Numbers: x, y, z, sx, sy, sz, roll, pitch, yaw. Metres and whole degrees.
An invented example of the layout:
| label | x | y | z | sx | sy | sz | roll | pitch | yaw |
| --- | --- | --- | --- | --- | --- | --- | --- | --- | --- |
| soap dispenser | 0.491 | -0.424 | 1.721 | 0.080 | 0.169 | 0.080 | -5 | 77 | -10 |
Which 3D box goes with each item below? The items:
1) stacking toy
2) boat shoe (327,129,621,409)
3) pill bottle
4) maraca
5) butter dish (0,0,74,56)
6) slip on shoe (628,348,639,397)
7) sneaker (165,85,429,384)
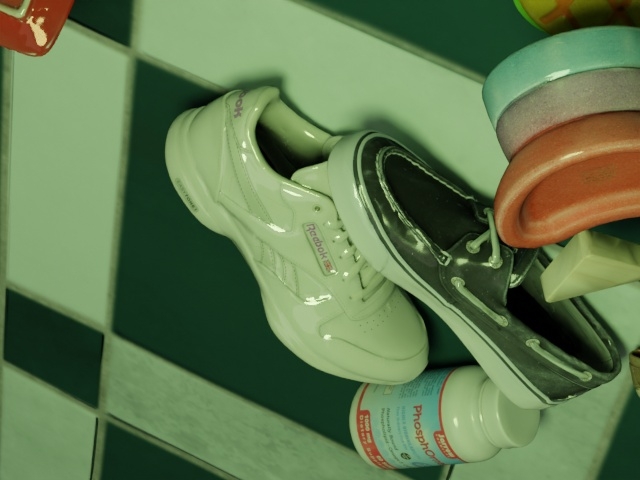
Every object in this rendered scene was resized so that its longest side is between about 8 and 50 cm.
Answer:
| label | x | y | z | sx | sy | sz | roll | pitch | yaw |
| --- | --- | --- | --- | --- | --- | --- | --- | --- | --- |
| stacking toy | 0.262 | -0.082 | 1.344 | 0.309 | 0.130 | 0.279 | -10 | 157 | 1 |
| boat shoe | 0.131 | 0.018 | 1.567 | 0.102 | 0.108 | 0.301 | -24 | 114 | 45 |
| pill bottle | 0.111 | 0.156 | 1.718 | 0.160 | 0.087 | 0.087 | -11 | 120 | 40 |
| maraca | 0.223 | -0.187 | 1.333 | 0.186 | 0.099 | 0.127 | -2 | 135 | 4 |
| butter dish | -0.250 | -0.244 | 1.593 | 0.160 | 0.118 | 0.160 | 24 | 96 | 12 |
| slip on shoe | 0.310 | 0.101 | 1.566 | 0.135 | 0.051 | 0.041 | -10 | 109 | 47 |
| sneaker | 0.000 | 0.000 | 1.632 | 0.305 | 0.114 | 0.152 | 49 | 138 | -13 |
